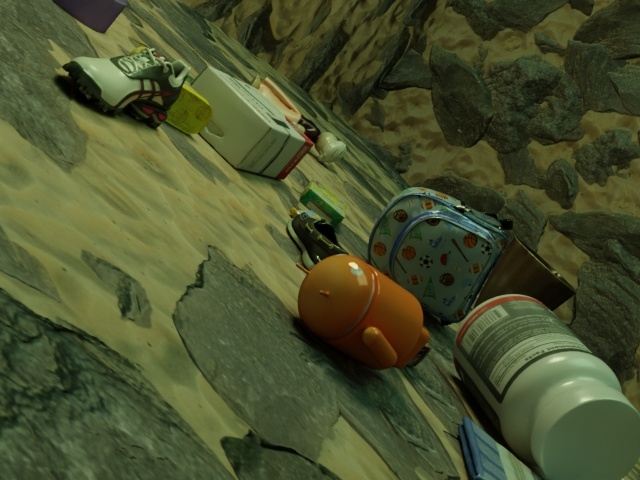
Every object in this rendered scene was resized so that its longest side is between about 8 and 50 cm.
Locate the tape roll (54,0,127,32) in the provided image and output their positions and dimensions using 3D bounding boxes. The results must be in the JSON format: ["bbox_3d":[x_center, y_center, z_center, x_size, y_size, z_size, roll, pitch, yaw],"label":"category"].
[{"bbox_3d":[-0.504,-0.526,1.955,0.189,0.080,0.189,40,10,-8],"label":"tape roll"}]

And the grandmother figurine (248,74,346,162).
[{"bbox_3d":[-0.069,-0.345,2.722,0.342,0.104,0.208,36,20,-13],"label":"grandmother figurine"}]

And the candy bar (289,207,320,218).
[{"bbox_3d":[-0.027,-0.048,1.901,0.040,0.018,0.161,43,10,11],"label":"candy bar"}]

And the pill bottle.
[{"bbox_3d":[0.376,0.252,1.578,0.210,0.210,0.363,37,9,-22],"label":"pill bottle"}]

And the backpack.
[{"bbox_3d":[0.231,0.022,1.962,0.263,0.276,0.213,30,8,6],"label":"backpack"}]

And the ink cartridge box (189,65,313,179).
[{"bbox_3d":[-0.154,-0.240,1.952,0.197,0.114,0.273,45,12,13],"label":"ink cartridge box"}]

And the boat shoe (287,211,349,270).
[{"bbox_3d":[0.000,0.000,1.666,0.081,0.068,0.227,36,12,-27],"label":"boat shoe"}]

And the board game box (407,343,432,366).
[{"bbox_3d":[0.089,0.129,1.530,0.170,0.048,0.141,48,14,27],"label":"board game box"}]

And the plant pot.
[{"bbox_3d":[0.516,0.146,2.468,0.215,0.230,0.215,39,12,-10],"label":"plant pot"}]

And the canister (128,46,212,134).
[{"bbox_3d":[-0.292,-0.287,1.773,0.126,0.073,0.170,30,14,-48],"label":"canister"}]

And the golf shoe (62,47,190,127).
[{"bbox_3d":[-0.312,-0.269,1.511,0.105,0.120,0.273,46,13,13],"label":"golf shoe"}]

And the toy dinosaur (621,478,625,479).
[{"bbox_3d":[0.558,0.480,1.799,0.112,0.064,0.211,56,8,-43],"label":"toy dinosaur"}]

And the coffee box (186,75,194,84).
[{"bbox_3d":[-0.304,-0.330,1.983,0.113,0.040,0.184,45,11,18],"label":"coffee box"}]

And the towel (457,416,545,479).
[{"bbox_3d":[0.313,0.384,1.341,0.285,0.034,0.209,40,11,-7],"label":"towel"}]

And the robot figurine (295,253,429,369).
[{"bbox_3d":[0.058,0.101,1.314,0.219,0.128,0.158,34,51,-34],"label":"robot figurine"}]

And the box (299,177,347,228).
[{"bbox_3d":[0.008,-0.087,2.115,0.105,0.043,0.179,40,13,-5],"label":"box"}]
